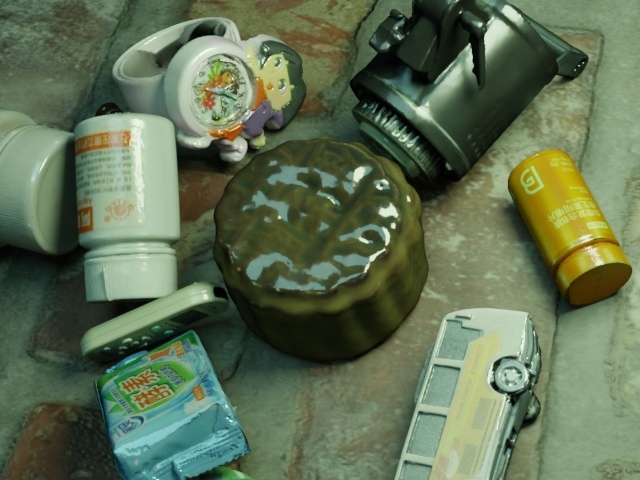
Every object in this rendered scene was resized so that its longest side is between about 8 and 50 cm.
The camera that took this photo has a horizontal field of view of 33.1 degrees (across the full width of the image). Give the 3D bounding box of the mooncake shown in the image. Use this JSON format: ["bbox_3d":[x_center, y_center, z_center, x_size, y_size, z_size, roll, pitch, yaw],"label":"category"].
[{"bbox_3d":[0.000,0.000,1.428,0.290,0.161,0.290,-5,58,9],"label":"mooncake"}]

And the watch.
[{"bbox_3d":[-0.172,-0.235,1.628,0.244,0.196,0.231,-36,33,-24],"label":"watch"}]

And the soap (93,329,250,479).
[{"bbox_3d":[-0.191,0.205,1.337,0.156,0.077,0.293,-27,21,-9],"label":"soap"}]

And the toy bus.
[{"bbox_3d":[0.170,0.246,1.277,0.138,0.097,0.343,6,62,25],"label":"toy bus"}]

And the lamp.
[{"bbox_3d":[0.178,-0.212,1.480,0.205,0.374,0.272,43,109,24],"label":"lamp"}]

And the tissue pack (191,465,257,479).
[{"bbox_3d":[-0.100,0.430,1.208,0.228,0.128,0.311,17,65,23],"label":"tissue pack"}]

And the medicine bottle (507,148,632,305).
[{"bbox_3d":[0.319,-0.019,1.397,0.096,0.096,0.192,-20,56,1],"label":"medicine bottle"}]

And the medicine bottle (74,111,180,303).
[{"bbox_3d":[-0.263,-0.040,1.483,0.144,0.144,0.252,-7,84,10],"label":"medicine bottle"}]

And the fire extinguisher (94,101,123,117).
[{"bbox_3d":[-0.296,-0.152,1.665,0.064,0.043,0.158,-51,56,14],"label":"fire extinguisher"}]

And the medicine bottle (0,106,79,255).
[{"bbox_3d":[-0.506,-0.098,1.587,0.339,0.208,0.208,14,64,21],"label":"medicine bottle"}]

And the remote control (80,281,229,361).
[{"bbox_3d":[-0.224,0.108,1.444,0.221,0.078,0.042,-25,67,16],"label":"remote control"}]
